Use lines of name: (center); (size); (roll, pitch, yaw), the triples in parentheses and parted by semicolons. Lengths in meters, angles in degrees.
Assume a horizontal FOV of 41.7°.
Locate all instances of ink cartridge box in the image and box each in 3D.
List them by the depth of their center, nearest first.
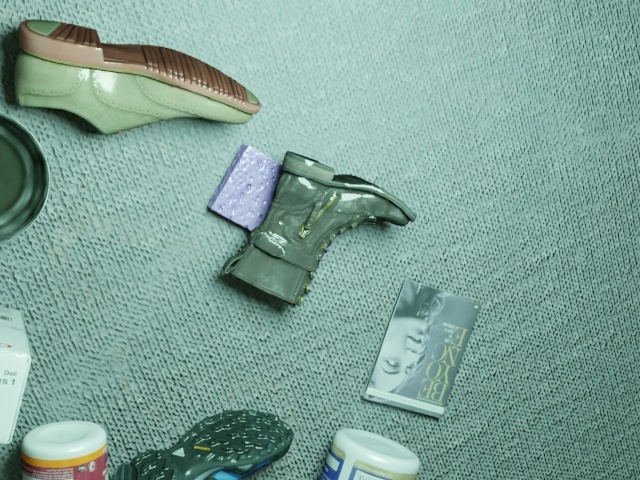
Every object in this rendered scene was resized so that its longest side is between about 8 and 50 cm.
ink cartridge box: (-0.490, 0.153, 1.074); (0.201, 0.278, 0.117); (13, 92, -23)

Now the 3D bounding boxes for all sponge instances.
sponge: (-0.061, -0.054, 1.344); (0.210, 0.031, 0.117); (30, 88, -24)

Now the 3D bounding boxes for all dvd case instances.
dvd case: (0.180, 0.192, 1.484); (0.165, 0.018, 0.221); (19, 91, -23)

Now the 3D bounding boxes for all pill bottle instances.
pill bottle: (-0.375, 0.390, 1.241); (0.121, 0.121, 0.221); (-3, 100, -21)
pill bottle: (0.056, 0.464, 1.404); (0.153, 0.153, 0.264); (19, 91, -23)

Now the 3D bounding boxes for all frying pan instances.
frying pan: (-0.494, -0.147, 1.138); (0.197, 0.053, 0.326); (-20, 108, -11)

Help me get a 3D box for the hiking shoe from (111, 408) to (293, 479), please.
hiking shoe: (-0.186, 0.367, 1.338); (0.304, 0.113, 0.132); (-16, 134, -25)

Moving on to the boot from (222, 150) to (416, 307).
boot: (0.000, 0.000, 1.324); (0.263, 0.091, 0.228); (20, 97, -19)

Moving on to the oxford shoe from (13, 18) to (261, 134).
oxford shoe: (-0.262, -0.212, 1.211); (0.348, 0.123, 0.130); (13, 115, -17)
